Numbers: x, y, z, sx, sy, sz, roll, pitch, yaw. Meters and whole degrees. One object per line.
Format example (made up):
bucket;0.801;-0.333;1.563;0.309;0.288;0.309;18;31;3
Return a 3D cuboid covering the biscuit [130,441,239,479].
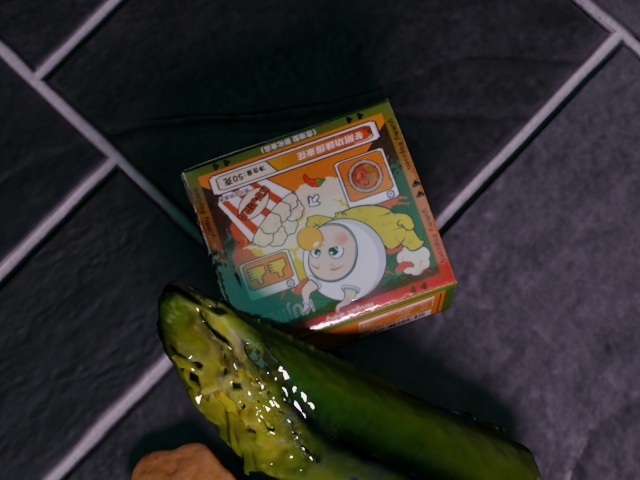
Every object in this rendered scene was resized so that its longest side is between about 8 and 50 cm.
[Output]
biscuit;-0.060;0.318;1.491;0.334;0.047;0.202;32;82;22

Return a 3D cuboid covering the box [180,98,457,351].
box;0.000;0.000;1.544;0.195;0.148;0.177;-19;79;-2

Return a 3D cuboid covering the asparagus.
asparagus;0.016;0.160;1.455;0.382;0.108;0.128;27;81;-27
